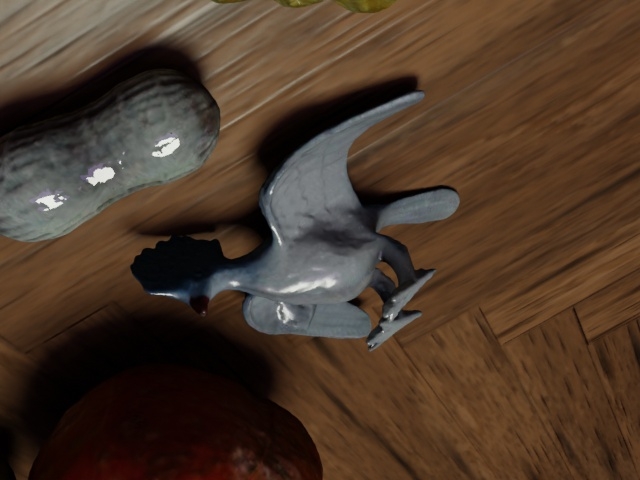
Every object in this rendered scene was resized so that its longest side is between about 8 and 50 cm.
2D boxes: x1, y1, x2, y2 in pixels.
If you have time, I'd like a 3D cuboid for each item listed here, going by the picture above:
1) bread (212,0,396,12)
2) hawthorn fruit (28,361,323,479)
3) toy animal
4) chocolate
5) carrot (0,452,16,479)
[{"bbox_3d":[-0.108,-0.164,0.428,0.367,0.084,0.077,-1,92,-21],"label":"bread"},{"bbox_3d":[-0.109,0.223,0.665,0.258,0.262,0.258,-4,98,-30],"label":"hawthorn fruit"},{"bbox_3d":[0.000,0.000,0.637,0.255,0.176,0.239,-35,153,-42],"label":"toy animal"},{"bbox_3d":[-0.140,-0.051,0.526,0.167,0.072,0.072,-24,136,-2],"label":"chocolate"},{"bbox_3d":[-0.333,0.276,0.597,0.241,0.341,0.241,-7,120,-12],"label":"carrot"}]
